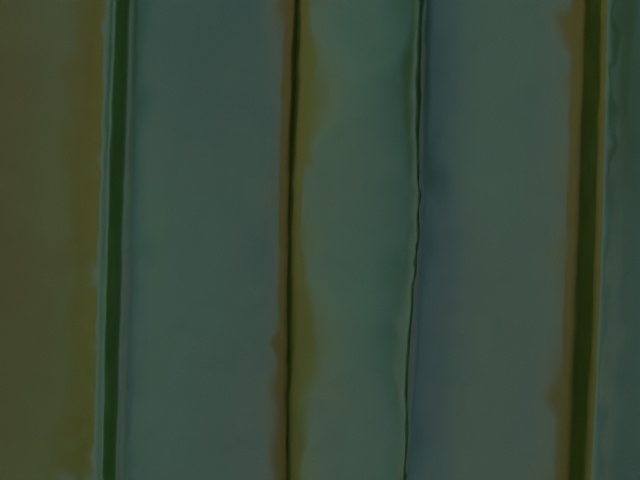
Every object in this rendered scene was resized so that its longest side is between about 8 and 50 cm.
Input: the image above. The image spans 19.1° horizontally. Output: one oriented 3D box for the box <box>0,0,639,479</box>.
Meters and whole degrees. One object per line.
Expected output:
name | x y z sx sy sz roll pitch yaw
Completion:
box | 0.000 0.000 0.423 0.178 0.253 0.328 -162 -105 -86
